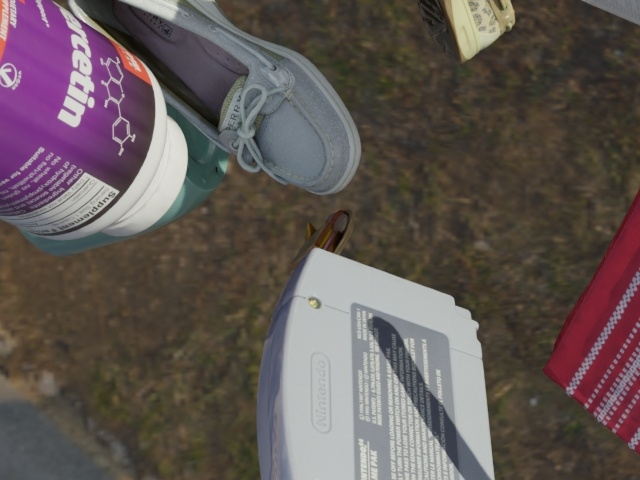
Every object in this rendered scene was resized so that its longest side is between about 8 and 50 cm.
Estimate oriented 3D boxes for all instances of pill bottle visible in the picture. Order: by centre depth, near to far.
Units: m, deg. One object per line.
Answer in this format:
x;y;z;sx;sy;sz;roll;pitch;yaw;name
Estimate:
-0.251;-0.111;1.238;0.181;0.323;0.181;-11;67;28;pill bottle

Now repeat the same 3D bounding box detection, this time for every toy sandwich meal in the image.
0.000;0.000;1.457;0.029;0.085;0.085;35;117;-16;toy sandwich meal

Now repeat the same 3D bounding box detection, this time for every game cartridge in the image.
0.045;0.150;1.199;0.062;0.198;0.297;126;153;-43;game cartridge

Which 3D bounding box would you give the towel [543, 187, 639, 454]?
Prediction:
0.284;0.096;0.993;0.275;0.031;0.199;42;130;27;towel

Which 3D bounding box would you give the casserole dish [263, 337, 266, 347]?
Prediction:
-0.004;0.143;1.631;0.037;0.114;0.188;-48;20;-12;casserole dish

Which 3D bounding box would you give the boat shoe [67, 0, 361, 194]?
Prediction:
-0.100;-0.150;1.413;0.320;0.103;0.118;43;129;14;boat shoe

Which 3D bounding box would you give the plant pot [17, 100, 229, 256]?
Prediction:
-0.263;-0.138;2.003;0.235;0.293;0.293;-9;86;22;plant pot

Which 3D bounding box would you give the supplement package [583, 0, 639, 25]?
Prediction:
0.197;-0.267;1.106;0.244;0.139;0.134;28;83;19;supplement package

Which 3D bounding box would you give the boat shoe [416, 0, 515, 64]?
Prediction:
0.137;-0.312;1.540;0.089;0.285;0.104;-29;49;-11;boat shoe
